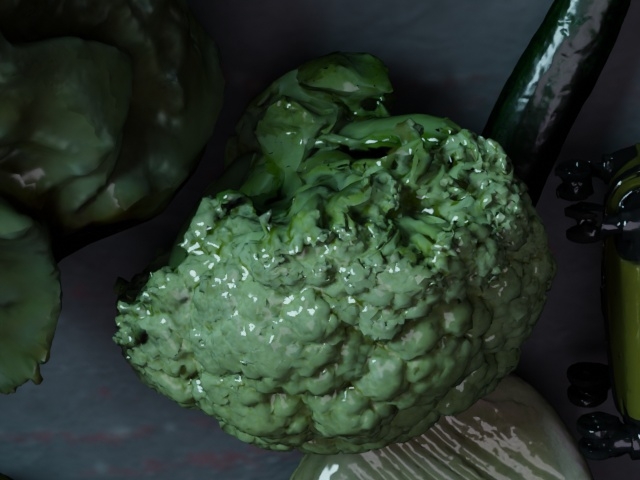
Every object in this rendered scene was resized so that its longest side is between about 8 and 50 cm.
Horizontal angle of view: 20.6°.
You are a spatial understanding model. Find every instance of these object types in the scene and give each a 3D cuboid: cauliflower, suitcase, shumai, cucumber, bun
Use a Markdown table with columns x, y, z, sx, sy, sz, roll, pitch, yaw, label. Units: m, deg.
| x | y | z | sx | sy | sz | roll | pitch | yaw | label |
| --- | --- | --- | --- | --- | --- | --- | --- | --- | --- |
| 0.000 | 0.000 | 1.049 | 0.275 | 0.272 | 0.250 | -6 | 73 | 7 | cauliflower |
| 0.270 | 0.028 | 1.102 | 0.235 | 0.143 | 0.193 | -5 | 113 | 4 | suitcase |
| -0.215 | -0.114 | 0.980 | 0.348 | 0.395 | 0.395 | 23 | 115 | -34 | shumai |
| 0.126 | -0.056 | 1.117 | 0.056 | 0.056 | 0.284 | 19 | 112 | -7 | cucumber |
| 0.077 | 0.195 | 1.196 | 0.210 | 0.116 | 0.237 | 22 | 90 | -4 | bun |

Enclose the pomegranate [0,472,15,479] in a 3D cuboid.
| x | y | z | sx | sy | sz | roll | pitch | yaw | label |
| --- | --- | --- | --- | --- | --- | --- | --- | --- | --- |
| -0.242 | 0.270 | 1.207 | 0.204 | 0.222 | 0.276 | -34 | 142 | 8 | pomegranate |
